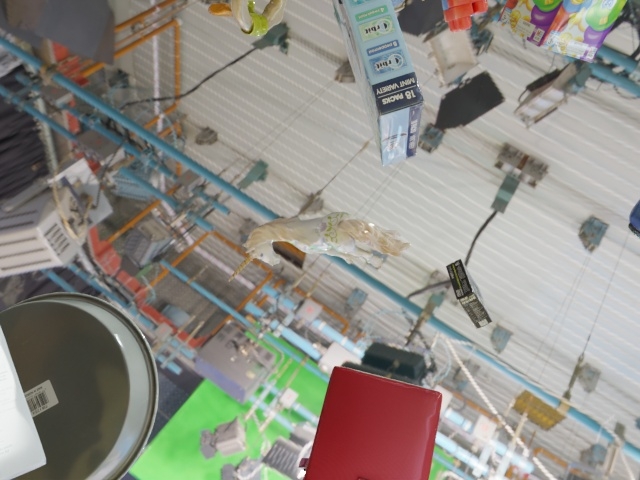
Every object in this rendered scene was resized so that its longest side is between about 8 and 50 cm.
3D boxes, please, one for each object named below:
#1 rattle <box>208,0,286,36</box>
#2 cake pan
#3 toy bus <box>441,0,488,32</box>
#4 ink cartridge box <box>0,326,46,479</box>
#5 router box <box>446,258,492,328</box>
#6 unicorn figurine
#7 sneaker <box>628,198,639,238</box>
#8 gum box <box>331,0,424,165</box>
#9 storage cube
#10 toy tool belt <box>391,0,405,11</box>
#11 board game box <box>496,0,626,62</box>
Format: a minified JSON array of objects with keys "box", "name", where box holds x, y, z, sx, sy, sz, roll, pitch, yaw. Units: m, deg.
[{"box":[-0.130,-0.468,0.998,0.143,0.130,0.200,51,-21,33],"name":"rattle"},{"box":[-0.366,0.209,0.769,0.293,0.293,0.054,34,-12,10],"name":"cake pan"},{"box":[0.212,-0.425,0.859,0.220,0.149,0.211,-106,-176,-77],"name":"toy bus"},{"box":[-0.415,0.160,0.563,0.045,0.223,0.224,-33,-103,39],"name":"ink cartridge box"},{"box":[0.307,0.109,1.203,0.038,0.122,0.092,-30,-63,17],"name":"router box"},{"box":[0.000,0.000,0.565,0.111,0.060,0.162,15,-28,-36],"name":"unicorn figurine"},{"box":[0.569,-0.123,0.807,0.147,0.330,0.130,40,14,-38],"name":"sneaker"},{"box":[0.049,-0.180,0.550,0.157,0.041,0.184,50,23,-80],"name":"gum box"},{"box":[0.084,0.346,0.981,0.215,0.193,0.184,13,-28,8],"name":"storage cube"},{"box":[0.158,-0.511,1.216,0.052,0.083,0.051,41,-23,11],"name":"toy tool belt"},{"box":[0.464,-0.485,1.030,0.144,0.142,0.275,60,-42,48],"name":"board game box"}]
